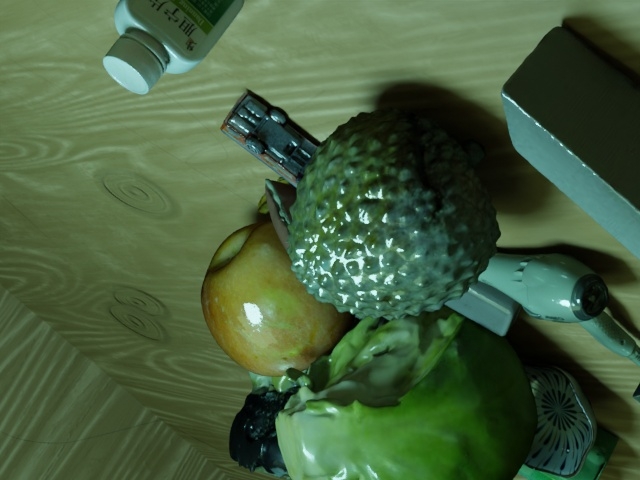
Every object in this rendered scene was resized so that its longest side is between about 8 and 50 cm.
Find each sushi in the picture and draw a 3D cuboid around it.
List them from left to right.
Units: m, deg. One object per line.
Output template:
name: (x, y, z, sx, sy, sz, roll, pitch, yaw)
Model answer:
sushi: (0.023, 0.289, 2.476, 0.328, 0.285, 0.328, 16, 168, -15)

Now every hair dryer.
hair dryer: (0.312, 0.086, 1.897, 0.229, 0.092, 0.267, 25, 168, 40)

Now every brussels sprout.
brussels sprout: (0.130, 0.271, 2.075, 0.276, 0.371, 0.315, -152, 43, -75)

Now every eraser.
eraser: (0.328, -0.057, 1.441, 0.352, 0.111, 0.077, 42, 158, 0)

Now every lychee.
lychee: (0.087, -0.029, 1.728, 0.255, 0.274, 0.255, 56, -178, -2)

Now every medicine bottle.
medicine bottle: (-0.178, -0.260, 1.689, 0.119, 0.183, 0.069, 40, 159, -15)

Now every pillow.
pillow: (0.000, 0.000, 2.035, 0.179, 0.075, 0.171, 45, -165, -37)

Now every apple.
apple: (-0.072, 0.080, 2.206, 0.253, 0.253, 0.253, 29, 158, 13)

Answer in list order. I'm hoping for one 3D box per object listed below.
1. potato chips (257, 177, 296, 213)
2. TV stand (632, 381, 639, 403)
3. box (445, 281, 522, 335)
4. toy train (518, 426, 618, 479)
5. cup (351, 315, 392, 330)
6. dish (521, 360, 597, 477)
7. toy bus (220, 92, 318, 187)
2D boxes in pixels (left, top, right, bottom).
potato chips: (-0.059, -0.069, 2.139, 0.037, 0.026, 0.204, 26, 160, -16)
TV stand: (0.498, 0.165, 1.755, 0.082, 0.088, 0.269, 39, 158, -9)
box: (0.170, 0.043, 2.009, 0.243, 0.055, 0.103, 30, 159, 11)
toy train: (0.319, 0.318, 2.294, 0.301, 0.120, 0.202, 30, 155, 9)
cup: (0.108, 0.142, 2.309, 0.099, 0.102, 0.074, 48, -167, -35)
dish: (0.349, 0.256, 2.143, 0.190, 0.066, 0.191, 22, 122, 41)
toy bus: (-0.046, -0.121, 1.965, 0.192, 0.065, 0.077, 37, 169, -8)
